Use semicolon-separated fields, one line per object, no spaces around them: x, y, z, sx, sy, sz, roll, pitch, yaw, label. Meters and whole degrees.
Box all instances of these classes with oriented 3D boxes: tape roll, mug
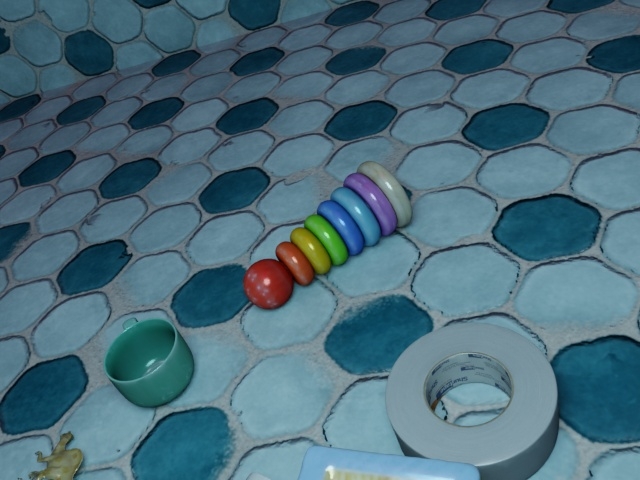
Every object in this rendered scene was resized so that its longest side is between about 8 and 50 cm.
0.200;0.215;0.836;0.219;0.072;0.219;-13;40;11;tape roll
-0.274;0.198;1.046;0.130;0.097;0.157;-11;39;13;mug

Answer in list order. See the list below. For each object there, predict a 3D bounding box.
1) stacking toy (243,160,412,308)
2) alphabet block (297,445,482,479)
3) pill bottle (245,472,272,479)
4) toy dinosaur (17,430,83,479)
0.000;0.000;1.135;0.330;0.141;0.141;-36;41;-11;stacking toy
0.073;0.350;0.639;0.193;0.197;0.193;0;44;23;alphabet block
-0.103;0.374;0.776;0.087;0.087;0.160;11;49;33;pill bottle
-0.400;0.357;0.955;0.093;0.053;0.183;-30;40;-12;toy dinosaur
